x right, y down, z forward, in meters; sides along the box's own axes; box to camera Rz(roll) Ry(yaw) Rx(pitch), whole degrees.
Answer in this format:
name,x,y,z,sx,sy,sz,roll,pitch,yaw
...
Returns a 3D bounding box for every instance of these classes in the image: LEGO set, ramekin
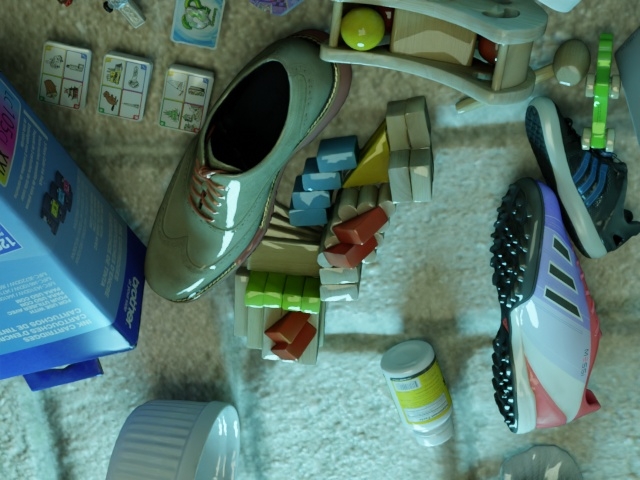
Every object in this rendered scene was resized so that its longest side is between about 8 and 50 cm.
name,x,y,z,sx,sy,sz,roll,pitch,yaw
LEGO set,-0.190,-0.236,1.434,0.182,0.060,0.244,11,128,-4
ramekin,-0.175,0.283,1.625,0.109,0.207,0.207,9,120,12

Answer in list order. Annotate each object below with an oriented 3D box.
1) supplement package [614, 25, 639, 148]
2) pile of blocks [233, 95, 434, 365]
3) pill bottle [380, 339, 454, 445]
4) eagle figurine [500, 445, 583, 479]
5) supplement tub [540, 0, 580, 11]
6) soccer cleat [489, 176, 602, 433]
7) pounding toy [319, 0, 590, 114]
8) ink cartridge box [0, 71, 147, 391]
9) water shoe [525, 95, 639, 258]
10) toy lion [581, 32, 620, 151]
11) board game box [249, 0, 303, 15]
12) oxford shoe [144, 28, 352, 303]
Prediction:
name,x,y,z,sx,sy,sz,roll,pitch,yaw
supplement package,0.404,-0.131,1.278,0.175,0.293,0.177,35,116,-14
pile of blocks,0.000,0.000,1.496,0.149,0.112,0.362,27,118,-9
pill bottle,0.116,0.179,1.610,0.065,0.065,0.116,-14,117,13
eagle figurine,0.215,0.408,1.686,0.226,0.225,0.298,61,151,17
supplement tub,0.263,-0.378,1.188,0.235,0.235,0.325,40,116,-15
soccer cleat,0.253,0.069,1.524,0.116,0.108,0.318,-8,120,-7
pounding toy,0.133,-0.169,1.365,0.269,0.154,0.155,8,119,2
ink cartridge box,-0.363,0.015,1.468,0.270,0.151,0.395,-14,140,18
water shoe,0.277,-0.077,1.459,0.080,0.073,0.203,-27,122,0
toy lion,0.282,-0.153,1.392,0.034,0.096,0.100,5,127,11
board game box,-0.026,-0.302,1.329,0.168,0.033,0.133,-32,67,21
oxford shoe,-0.106,-0.070,1.441,0.123,0.130,0.348,38,114,14
